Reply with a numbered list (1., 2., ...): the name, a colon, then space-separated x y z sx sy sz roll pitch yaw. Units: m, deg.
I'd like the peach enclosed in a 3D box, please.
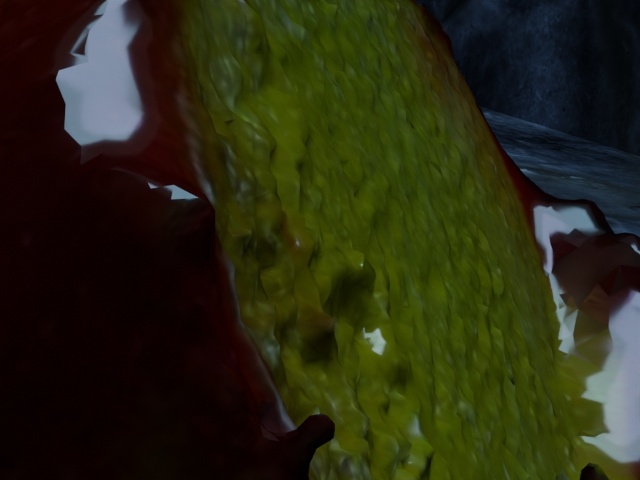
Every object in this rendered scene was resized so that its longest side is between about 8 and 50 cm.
1. peach: -0.043 0.070 0.537 0.335 0.310 0.406 51 18 -2
